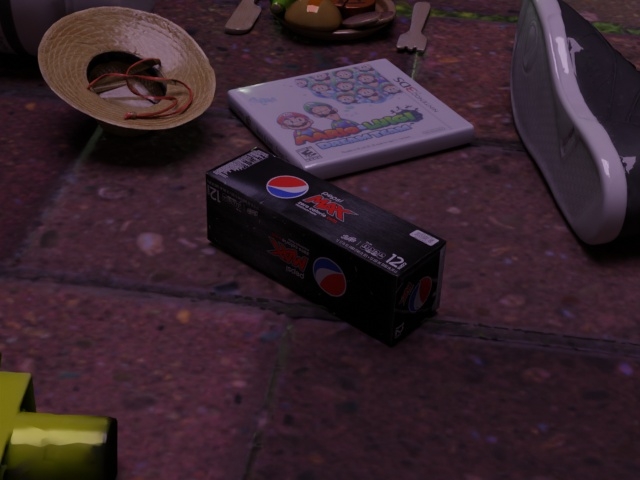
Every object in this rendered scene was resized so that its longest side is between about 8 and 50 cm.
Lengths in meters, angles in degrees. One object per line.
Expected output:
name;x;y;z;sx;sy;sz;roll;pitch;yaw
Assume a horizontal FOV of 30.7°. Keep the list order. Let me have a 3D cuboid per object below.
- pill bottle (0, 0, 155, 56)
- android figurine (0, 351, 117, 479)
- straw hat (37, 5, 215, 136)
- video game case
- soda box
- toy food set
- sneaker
pill bottle;-0.296;-0.247;1.025;0.283;0.161;0.161;6;35;5
android figurine;-0.245;0.127;0.581;0.273;0.056;0.248;5;35;0
straw hat;-0.157;-0.118;0.935;0.144;0.061;0.144;8;49;-10
video game case;0.023;-0.103;0.962;0.157;0.019;0.143;-16;38;-24
soda box;0.000;0.000;0.775;0.169;0.060;0.053;29;44;32
toy food set;0.012;-0.232;1.131;0.192;0.038;0.132;7;35;6
sneaker;0.243;-0.104;0.914;0.147;0.104;0.295;-1;40;-8
